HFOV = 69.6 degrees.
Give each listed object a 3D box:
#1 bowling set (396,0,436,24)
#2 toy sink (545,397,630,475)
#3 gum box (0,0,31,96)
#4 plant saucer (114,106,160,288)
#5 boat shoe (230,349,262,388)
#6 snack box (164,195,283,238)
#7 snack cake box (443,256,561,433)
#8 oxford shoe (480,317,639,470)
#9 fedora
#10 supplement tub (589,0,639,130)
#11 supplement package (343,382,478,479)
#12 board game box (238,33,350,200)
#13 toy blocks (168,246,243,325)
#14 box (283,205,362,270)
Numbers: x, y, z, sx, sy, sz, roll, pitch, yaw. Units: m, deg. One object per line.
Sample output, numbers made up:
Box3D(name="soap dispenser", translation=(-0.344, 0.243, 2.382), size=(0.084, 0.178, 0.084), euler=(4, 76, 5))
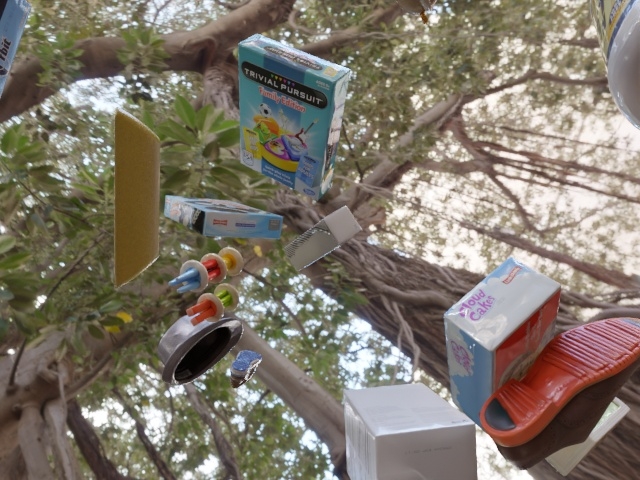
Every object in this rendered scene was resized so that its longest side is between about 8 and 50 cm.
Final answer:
Box3D(name="bowling set", translation=(0.076, -0.323, 0.312), size=(0.287, 0.200, 0.154), euler=(64, -161, -4))
Box3D(name="toy sink", translation=(0.480, 0.330, 0.970), size=(0.153, 0.234, 0.131), euler=(-14, -48, -33))
Box3D(name="gum box", translation=(-0.425, -0.197, 0.510), size=(0.041, 0.184, 0.157), euler=(46, -133, -66))
Box3D(name="plant saucer", translation=(-0.386, -0.100, 0.983), size=(0.081, 0.333, 0.333), euler=(1, -79, -21))
Box3D(name="boat shoe", translation=(-0.218, 0.362, 1.303), size=(0.183, 0.066, 0.066), euler=(-7, -66, -79))
Box3D(name="snack box", translation=(-0.251, -0.062, 1.145), size=(0.187, 0.322, 0.060), euler=(3, -81, -34))
Box3D(name="snack cake box", translation=(0.283, 0.175, 0.726), size=(0.152, 0.089, 0.264), euler=(-34, -46, -17))
Box3D(name="oxford shoe", translation=(0.345, 0.203, 0.628), size=(0.271, 0.097, 0.098), euler=(-33, -72, -4))
Box3D(name="fedora", translation=(-0.381, 0.306, 1.398), size=(0.275, 0.124, 0.244), euler=(-41, -26, -22))
Box3D(name="supplement tub", translation=(0.455, -0.285, 0.542), size=(0.316, 0.228, 0.228), euler=(-68, -34, -40))
Box3D(name="supplement package", translation=(0.175, 0.440, 0.964), size=(0.199, 0.262, 0.198), euler=(-2, -90, -10))
Box3D(name="board game box", translation=(-0.078, -0.291, 1.133), size=(0.079, 0.254, 0.336), euler=(-49, -22, -39))
Box3D(name="toy blocks", translation=(-0.191, 0.084, 0.754), size=(0.148, 0.054, 0.123), euler=(-27, -52, -64))
Box3D(name="box", translation=(0.000, 0.000, 1.430), size=(0.113, 0.275, 0.094), euler=(-32, -92, -37))
